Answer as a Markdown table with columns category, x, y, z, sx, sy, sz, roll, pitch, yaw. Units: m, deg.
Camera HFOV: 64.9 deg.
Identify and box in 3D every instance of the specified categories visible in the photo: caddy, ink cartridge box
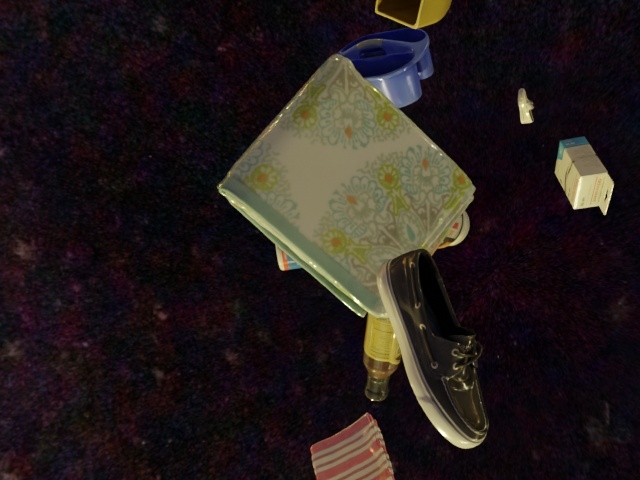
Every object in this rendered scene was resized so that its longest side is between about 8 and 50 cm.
| category | x | y | z | sx | sy | sz | roll | pitch | yaw |
| --- | --- | --- | --- | --- | --- | --- | --- | --- | --- |
| caddy | 0.182 | -0.543 | 1.561 | 0.341 | 0.179 | 0.241 | 6 | 55 | 37 |
| ink cartridge box | 0.619 | -0.150 | 1.192 | 0.060 | 0.104 | 0.180 | -8 | 44 | 8 |

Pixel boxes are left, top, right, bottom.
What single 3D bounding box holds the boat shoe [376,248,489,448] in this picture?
| category | x | y | z | sx | sy | sz | roll | pitch | yaw |
| --- | --- | --- | --- | --- | --- | --- | --- | --- | --- |
| boat shoe | 0.141 | 0.114 | 0.570 | 0.076 | 0.080 | 0.229 | -38 | 64 | 43 |

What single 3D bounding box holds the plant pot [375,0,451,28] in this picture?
| category | x | y | z | sx | sy | sz | roll | pitch | yaw |
| --- | --- | --- | --- | --- | --- | --- | --- | --- | --- |
| plant pot | 0.137 | -0.339 | 0.676 | 0.081 | 0.083 | 0.081 | 41 | 136 | 34 |

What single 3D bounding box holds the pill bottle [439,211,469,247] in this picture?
| category | x | y | z | sx | sy | sz | roll | pitch | yaw |
| --- | --- | --- | --- | --- | --- | --- | --- | --- | --- |
| pill bottle | 0.313 | -0.059 | 1.445 | 0.162 | 0.278 | 0.162 | -6 | 81 | 38 |

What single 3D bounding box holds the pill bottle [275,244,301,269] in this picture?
| category | x | y | z | sx | sy | sz | roll | pitch | yaw |
| --- | --- | --- | --- | --- | --- | --- | --- | --- | --- |
| pill bottle | 0.000 | 0.000 | 1.256 | 0.221 | 0.124 | 0.124 | -9 | 84 | -2 |

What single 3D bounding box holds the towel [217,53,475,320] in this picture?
| category | x | y | z | sx | sy | sz | roll | pitch | yaw |
| --- | --- | --- | --- | --- | --- | --- | --- | --- | --- |
| towel | 0.061 | -0.086 | 0.884 | 0.374 | 0.090 | 0.320 | 41 | 76 | -11 |

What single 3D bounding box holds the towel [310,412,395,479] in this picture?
| category | x | y | z | sx | sy | sz | roll | pitch | yaw |
| --- | --- | --- | --- | --- | --- | --- | --- | --- | --- |
| towel | 0.055 | 0.410 | 0.857 | 0.144 | 0.029 | 0.197 | -36 | 36 | 13 |

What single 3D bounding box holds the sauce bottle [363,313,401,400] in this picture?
| category | x | y | z | sx | sy | sz | roll | pitch | yaw |
| --- | --- | --- | --- | --- | --- | --- | --- | --- | --- |
| sauce bottle | 0.177 | 0.296 | 1.425 | 0.111 | 0.111 | 0.344 | 15 | 117 | 19 |

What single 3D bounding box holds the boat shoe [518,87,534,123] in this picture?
| category | x | y | z | sx | sy | sz | roll | pitch | yaw |
| --- | --- | --- | --- | --- | --- | --- | --- | --- | --- |
| boat shoe | 0.543 | -0.354 | 1.325 | 0.035 | 0.035 | 0.100 | 6 | 131 | 37 |
